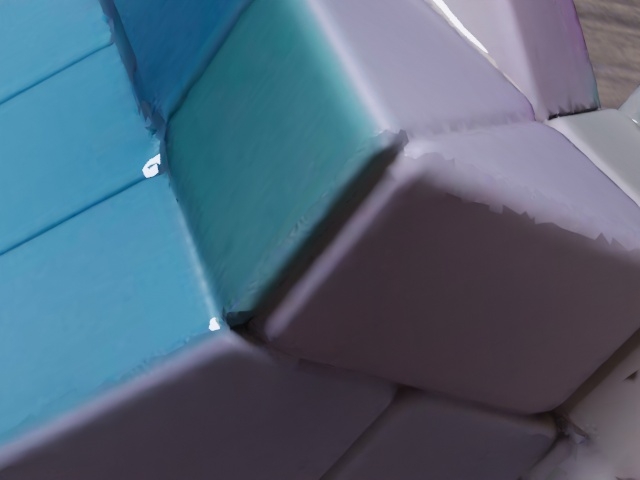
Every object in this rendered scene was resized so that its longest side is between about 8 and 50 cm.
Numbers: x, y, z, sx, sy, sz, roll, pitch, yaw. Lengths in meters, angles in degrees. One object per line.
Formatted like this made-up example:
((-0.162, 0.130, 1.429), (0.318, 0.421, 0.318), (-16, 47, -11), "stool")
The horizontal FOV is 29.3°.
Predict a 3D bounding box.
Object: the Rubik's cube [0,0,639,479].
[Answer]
((0.000, 0.000, 0.588), (0.368, 0.358, 0.387), (20, 34, -36), "Rubik's cube")
